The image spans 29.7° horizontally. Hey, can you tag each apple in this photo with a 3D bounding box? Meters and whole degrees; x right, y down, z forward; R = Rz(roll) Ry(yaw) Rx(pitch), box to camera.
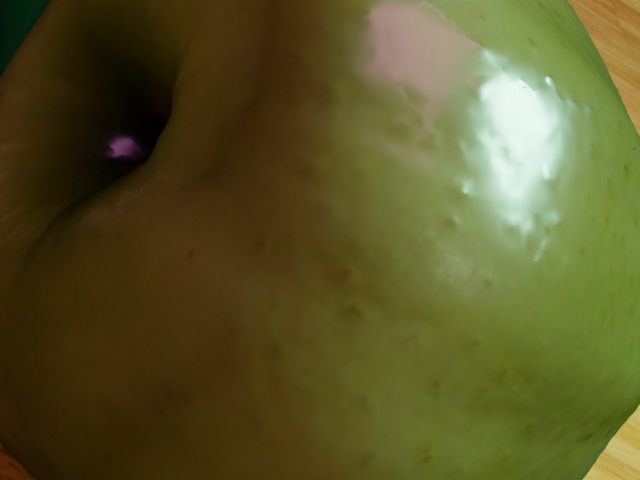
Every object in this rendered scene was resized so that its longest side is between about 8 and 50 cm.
[{"bbox_3d":[0.000,0.000,0.791,0.474,0.473,0.473,27,30,-17],"label":"apple"}]

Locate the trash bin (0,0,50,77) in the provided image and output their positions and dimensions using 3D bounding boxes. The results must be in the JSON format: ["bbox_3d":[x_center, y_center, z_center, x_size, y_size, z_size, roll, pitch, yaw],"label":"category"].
[{"bbox_3d":[-0.135,-0.223,1.016,0.259,0.381,0.295,17,35,-30],"label":"trash bin"}]
